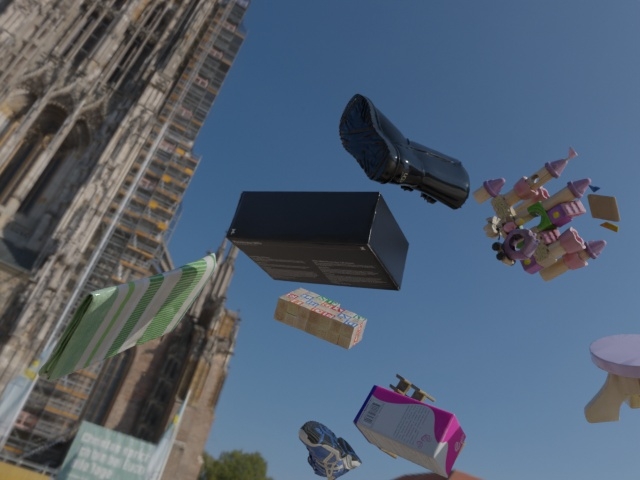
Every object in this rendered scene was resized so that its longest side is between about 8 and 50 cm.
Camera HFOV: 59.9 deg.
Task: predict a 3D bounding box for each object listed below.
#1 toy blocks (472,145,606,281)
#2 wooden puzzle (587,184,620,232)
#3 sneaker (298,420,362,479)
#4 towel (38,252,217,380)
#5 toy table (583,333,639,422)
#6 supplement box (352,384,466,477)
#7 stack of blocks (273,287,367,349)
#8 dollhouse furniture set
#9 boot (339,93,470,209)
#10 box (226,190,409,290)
[{"bbox_3d":[0.612,-0.080,1.492,0.309,0.288,0.260,19,-45,-41],"label":"toy blocks"},{"bbox_3d":[0.683,-0.079,1.337,0.079,0.014,0.116,28,-37,57],"label":"wooden puzzle"},{"bbox_3d":[0.010,0.426,1.098,0.080,0.081,0.211,45,-6,47],"label":"sneaker"},{"bbox_3d":[-0.355,0.139,1.072,0.038,0.325,0.248,47,-62,14],"label":"towel"},{"bbox_3d":[0.725,0.322,1.260,0.252,0.160,0.274,-10,0,25],"label":"toy table"},{"bbox_3d":[0.207,0.440,1.294,0.220,0.111,0.114,10,-37,42],"label":"supplement box"},{"bbox_3d":[0.008,0.272,1.972,0.297,0.087,0.171,19,14,22],"label":"stack of blocks"},{"bbox_3d":[0.284,0.566,1.669,0.161,0.212,0.242,39,-8,-30],"label":"dollhouse furniture set"},{"bbox_3d":[0.158,-0.163,1.049,0.207,0.246,0.094,16,-56,-31],"label":"boot"},{"bbox_3d":[0.000,0.000,0.968,0.262,0.103,0.184,3,-23,26],"label":"box"}]
